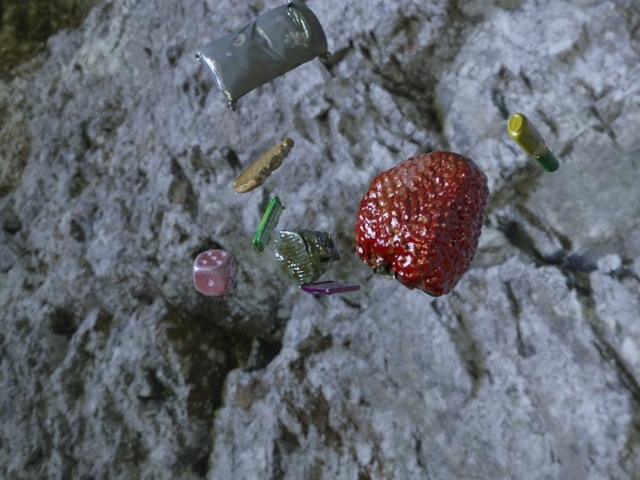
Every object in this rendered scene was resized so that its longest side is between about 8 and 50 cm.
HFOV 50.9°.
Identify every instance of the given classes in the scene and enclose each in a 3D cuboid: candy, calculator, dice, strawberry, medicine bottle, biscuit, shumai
[{"bbox_3d":[-0.163,-0.045,2.073,0.032,0.178,0.102,22,170,15],"label":"candy"},{"bbox_3d":[0.027,0.149,2.080,0.126,0.190,0.034,-4,-86,-30],"label":"calculator"},{"bbox_3d":[-0.276,0.084,1.753,0.094,0.093,0.091,3,-146,12],"label":"dice"},{"bbox_3d":[0.251,-0.053,1.611,0.311,0.351,0.267,29,-162,-1],"label":"strawberry"},{"bbox_3d":[0.650,-0.286,2.033,0.260,0.064,0.095,33,-129,-38],"label":"medicine bottle"},{"bbox_3d":[-0.151,-0.174,1.671,0.033,0.144,0.224,53,-144,-17],"label":"biscuit"},{"bbox_3d":[-0.033,0.020,1.899,0.141,0.184,0.184,-28,-107,-42],"label":"shumai"}]

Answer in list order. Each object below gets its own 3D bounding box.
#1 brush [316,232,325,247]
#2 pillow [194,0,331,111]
[{"bbox_3d":[0.000,0.000,1.629,0.024,0.008,0.083,48,-160,-12],"label":"brush"},{"bbox_3d":[-0.114,-0.383,1.353,0.169,0.255,0.059,60,180,9],"label":"pillow"}]
